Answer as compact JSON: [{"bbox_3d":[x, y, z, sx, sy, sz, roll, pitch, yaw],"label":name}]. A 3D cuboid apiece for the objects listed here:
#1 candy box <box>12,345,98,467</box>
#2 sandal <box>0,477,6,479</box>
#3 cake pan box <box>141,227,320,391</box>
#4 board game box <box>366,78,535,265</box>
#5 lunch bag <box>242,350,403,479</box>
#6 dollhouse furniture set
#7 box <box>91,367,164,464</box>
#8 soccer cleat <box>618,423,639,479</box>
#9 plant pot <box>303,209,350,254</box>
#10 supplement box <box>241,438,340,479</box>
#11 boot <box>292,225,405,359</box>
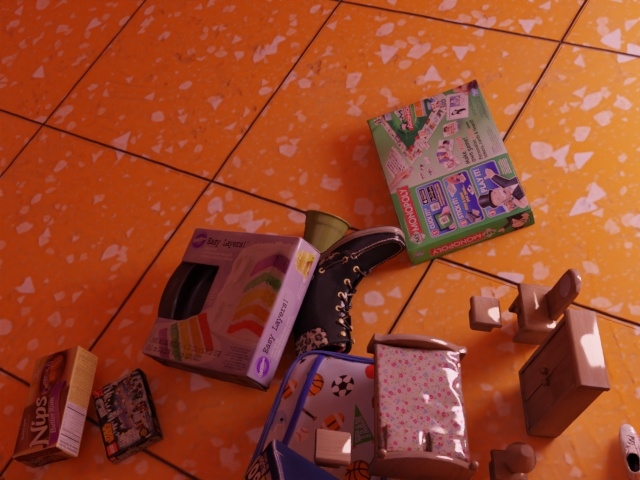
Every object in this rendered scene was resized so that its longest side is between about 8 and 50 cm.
[{"bbox_3d":[-0.447,0.280,1.621,0.109,0.053,0.187,-18,49,29],"label":"candy box"},{"bbox_3d":[-0.536,0.426,1.518,0.302,0.086,0.120,-7,20,19],"label":"sandal"},{"bbox_3d":[-0.152,0.104,1.585,0.267,0.070,0.246,7,65,41],"label":"cake pan box"},{"bbox_3d":[0.217,-0.124,1.660,0.213,0.046,0.317,-20,52,9],"label":"board game box"},{"bbox_3d":[0.014,0.313,1.390,0.243,0.115,0.303,8,59,29],"label":"lunch bag"},{"bbox_3d":[0.180,0.153,1.295,0.355,0.174,0.303,8,53,-10],"label":"dollhouse furniture set"},{"bbox_3d":[-0.321,0.290,1.593,0.094,0.027,0.137,-29,51,2],"label":"box"},{"bbox_3d":[0.420,0.284,1.293,0.029,0.035,0.083,-10,54,16],"label":"soccer cleat"},{"bbox_3d":[0.000,0.000,1.645,0.083,0.083,0.079,12,74,28],"label":"plant pot"},{"bbox_3d":[-0.078,0.461,1.155,0.356,0.195,0.194,-54,13,5],"label":"supplement box"},{"bbox_3d":[0.044,0.092,1.549,0.236,0.085,0.179,-25,52,17],"label":"boot"}]
